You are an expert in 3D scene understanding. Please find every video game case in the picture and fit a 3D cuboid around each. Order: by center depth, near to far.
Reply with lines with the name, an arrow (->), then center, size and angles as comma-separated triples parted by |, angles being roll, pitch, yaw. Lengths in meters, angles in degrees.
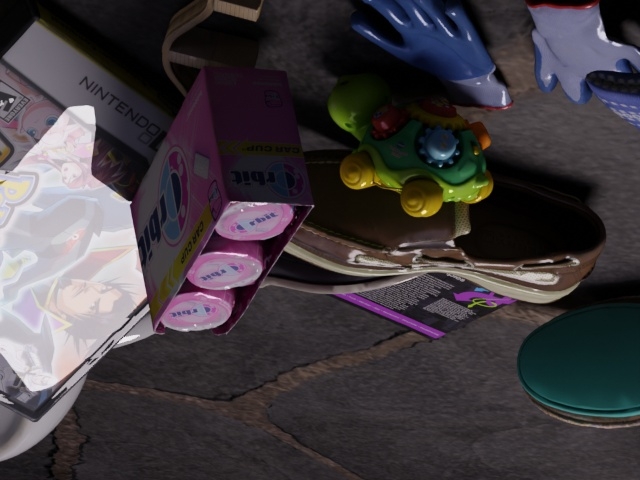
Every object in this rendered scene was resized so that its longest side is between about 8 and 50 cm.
video game case -> -0.211, -0.012, 1.351 | 0.275, 0.035, 0.248 | -44, 130, 13

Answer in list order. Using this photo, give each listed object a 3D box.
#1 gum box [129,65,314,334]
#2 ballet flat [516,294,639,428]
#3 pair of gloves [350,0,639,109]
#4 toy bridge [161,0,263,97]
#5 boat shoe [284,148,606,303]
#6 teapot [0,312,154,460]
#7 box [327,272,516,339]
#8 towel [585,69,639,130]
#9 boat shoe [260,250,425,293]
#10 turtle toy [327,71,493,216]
gum box -> -0.073, -0.022, 1.269 | 0.062, 0.107, 0.188 | 1, 149, -23
ballet flat -> 0.297, 0.092, 1.429 | 0.106, 0.107, 0.316 | 17, 160, -40
pair of gloves -> 0.118, -0.121, 1.151 | 0.198, 0.023, 0.159 | 8, 160, 28
toy bridge -> -0.074, -0.127, 1.244 | 0.063, 0.026, 0.188 | 14, 155, 1
boat shoe -> 0.082, -0.023, 1.310 | 0.257, 0.095, 0.095 | 9, 160, -17
teapot -> -0.284, 0.052, 1.568 | 0.256, 0.187, 0.252 | 42, 129, -2
box -> 0.085, 0.031, 1.494 | 0.116, 0.029, 0.162 | 24, 155, -20
towel -> 0.342, -0.041, 1.090 | 0.243, 0.040, 0.336 | 6, 168, 41
boat shoe -> 0.000, 0.000, 1.415 | 0.206, 0.065, 0.075 | 1, -164, 39
turtle toy -> 0.058, -0.067, 1.230 | 0.130, 0.066, 0.095 | 26, -158, 26
